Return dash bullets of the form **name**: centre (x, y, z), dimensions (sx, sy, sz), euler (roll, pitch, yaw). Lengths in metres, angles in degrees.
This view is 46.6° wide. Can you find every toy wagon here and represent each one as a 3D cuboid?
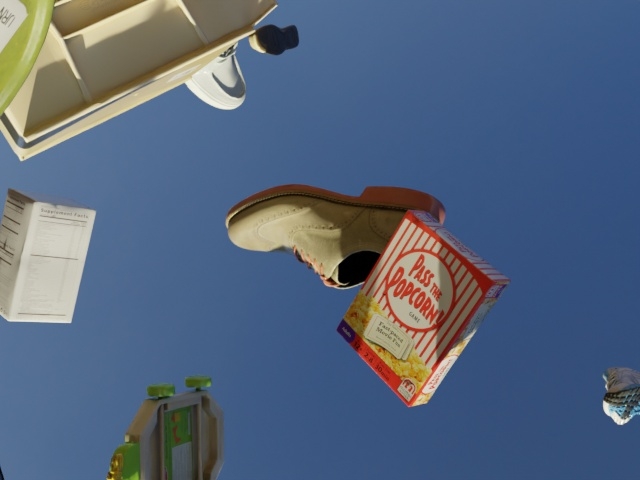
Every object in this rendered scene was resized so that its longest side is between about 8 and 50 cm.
- **toy wagon**: centre (-0.304, 0.413, 1.461), dimensions (0.068, 0.344, 0.267), euler (-4, -94, 29)

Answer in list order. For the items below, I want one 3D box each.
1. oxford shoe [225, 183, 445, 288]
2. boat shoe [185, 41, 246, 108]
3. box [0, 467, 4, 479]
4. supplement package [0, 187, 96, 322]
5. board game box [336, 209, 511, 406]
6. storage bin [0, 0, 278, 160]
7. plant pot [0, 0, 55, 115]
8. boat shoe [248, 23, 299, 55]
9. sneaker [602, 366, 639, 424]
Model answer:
- **oxford shoe**: centre (0.000, 0.000, 1.068), dimensions (0.348, 0.123, 0.130), euler (-2, -119, 31)
- **boat shoe**: centre (-0.160, -0.269, 1.010), dimensions (0.081, 0.227, 0.079), euler (3, -127, 40)
- **box**: centre (-0.384, 0.322, 0.592), dimensions (0.296, 0.073, 0.293), euler (-24, -105, -5)
- **supplement package**: centre (-0.572, 0.031, 1.515), dimensions (0.134, 0.139, 0.244), euler (19, -83, 43)
- **board game box**: centre (0.120, 0.082, 0.915), dimensions (0.147, 0.045, 0.193), euler (43, -65, 33)
- **storage bin**: centre (-0.209, -0.194, 0.727), dimensions (0.260, 0.123, 0.262), euler (-32, -167, -19)
- **plant pot**: centre (-0.270, -0.153, 0.298), dimensions (0.274, 0.294, 0.275), euler (-56, 179, -2)
- **boat shoe**: centre (-0.081, -0.320, 1.191), dimensions (0.045, 0.135, 0.050), euler (-2, -77, 26)
- **sneaker**: centre (0.482, 0.240, 1.191), dimensions (0.083, 0.191, 0.071), euler (38, -71, 37)
